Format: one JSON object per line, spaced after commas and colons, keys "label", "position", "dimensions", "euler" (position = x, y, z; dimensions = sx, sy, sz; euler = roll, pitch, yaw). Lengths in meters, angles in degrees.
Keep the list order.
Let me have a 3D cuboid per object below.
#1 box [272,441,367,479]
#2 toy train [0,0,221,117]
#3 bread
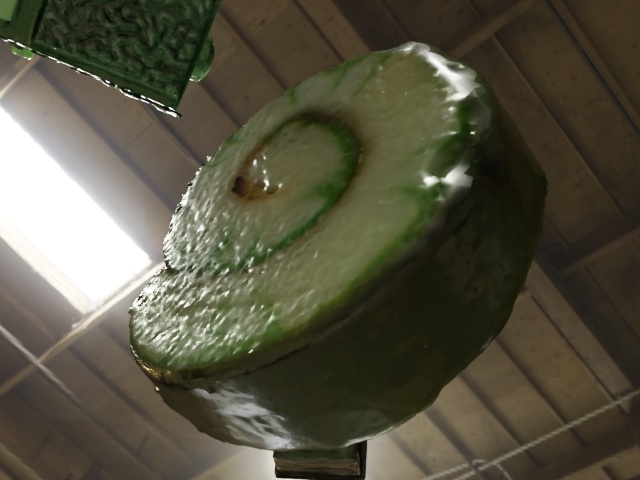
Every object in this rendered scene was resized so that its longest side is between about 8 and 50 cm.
{"label": "box", "position": [0.000, 0.181, 0.644], "dimensions": [0.085, 0.060, 0.063], "euler": [3, -31, 6]}
{"label": "toy train", "position": [-0.234, -0.242, 0.744], "dimensions": [0.272, 0.188, 0.159], "euler": [21, -81, -22]}
{"label": "bread", "position": [0.000, 0.000, 0.617], "dimensions": [0.382, 0.366, 0.129], "euler": [-44, -58, -4]}
